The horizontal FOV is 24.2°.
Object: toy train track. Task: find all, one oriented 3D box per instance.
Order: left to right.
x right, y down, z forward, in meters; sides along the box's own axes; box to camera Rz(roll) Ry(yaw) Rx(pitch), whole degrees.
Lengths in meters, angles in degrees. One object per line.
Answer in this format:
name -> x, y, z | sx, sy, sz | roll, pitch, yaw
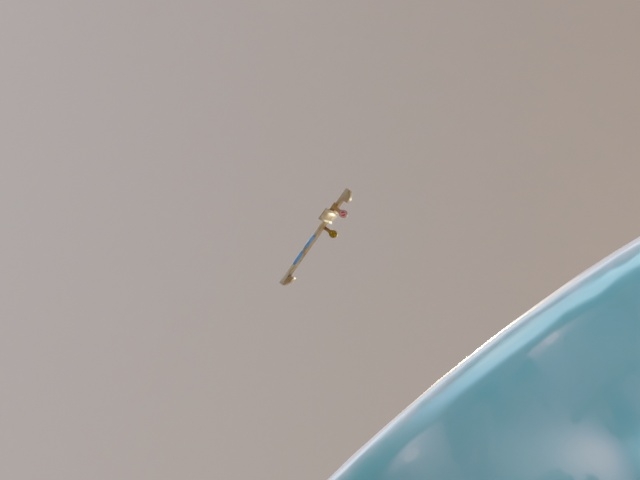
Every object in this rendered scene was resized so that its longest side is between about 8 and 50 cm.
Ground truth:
toy train track -> 0.000, 0.000, 1.069 | 0.014, 0.048, 0.083 | 37, -86, 10

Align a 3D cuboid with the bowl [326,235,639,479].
bowl -> 0.062, 0.143, 0.261 | 0.163, 0.311, 0.311 | 46, -114, -7
